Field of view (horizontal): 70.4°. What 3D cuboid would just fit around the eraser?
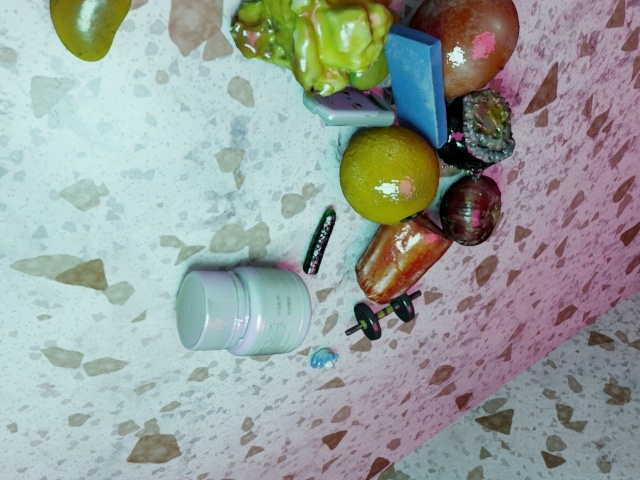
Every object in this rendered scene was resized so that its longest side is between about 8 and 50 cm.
[{"bbox_3d":[0.234,-0.364,1.097,0.042,0.144,0.311,-44,145,-11],"label":"eraser"}]

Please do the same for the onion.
[{"bbox_3d":[0.502,-0.101,1.521,0.246,0.190,0.246,-17,114,-42],"label":"onion"}]

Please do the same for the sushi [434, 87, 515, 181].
[{"bbox_3d":[0.410,-0.305,1.295,0.225,0.219,0.238,17,92,-21],"label":"sushi"}]

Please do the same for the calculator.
[{"bbox_3d":[0.072,-0.326,1.108,0.246,0.141,0.045,-7,136,-30],"label":"calculator"}]

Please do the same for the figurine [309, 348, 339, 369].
[{"bbox_3d":[0.009,0.437,1.642,0.114,0.079,0.114,-22,175,-2],"label":"figurine"}]

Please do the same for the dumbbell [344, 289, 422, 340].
[{"bbox_3d":[0.228,0.257,1.619,0.326,0.143,0.143,-25,131,-17],"label":"dumbbell"}]

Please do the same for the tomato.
[{"bbox_3d":[0.329,-0.486,1.087,0.265,0.265,0.264,-18,129,-23],"label":"tomato"}]

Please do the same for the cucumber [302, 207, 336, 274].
[{"bbox_3d":[0.000,0.000,1.345,0.052,0.058,0.214,18,110,-4],"label":"cucumber"}]

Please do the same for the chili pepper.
[{"bbox_3d":[0.251,0.033,1.454,0.305,0.229,0.251,-51,165,27],"label":"chili pepper"}]

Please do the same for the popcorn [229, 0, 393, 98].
[{"bbox_3d":[0.003,-0.471,0.886,0.290,0.325,0.321,-14,168,-32],"label":"popcorn"}]

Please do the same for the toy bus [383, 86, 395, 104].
[{"bbox_3d":[0.234,-0.400,1.224,0.131,0.052,0.037,-20,138,-18],"label":"toy bus"}]

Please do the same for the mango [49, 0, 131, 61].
[{"bbox_3d":[-0.397,-0.401,0.777,0.115,0.090,0.178,16,119,-48],"label":"mango"}]

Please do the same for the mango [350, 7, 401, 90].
[{"bbox_3d":[0.137,-0.452,1.099,0.191,0.085,0.122,-49,132,8],"label":"mango"}]

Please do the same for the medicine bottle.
[{"bbox_3d":[-0.203,0.187,1.210,0.302,0.241,0.241,7,116,-37],"label":"medicine bottle"}]

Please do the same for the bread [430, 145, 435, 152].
[{"bbox_3d":[0.288,-0.252,1.354,0.130,0.071,0.139,32,100,-39],"label":"bread"}]

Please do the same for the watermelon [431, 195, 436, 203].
[{"bbox_3d":[0.313,-0.174,1.450,0.182,0.075,0.092,12,158,-36],"label":"watermelon"}]

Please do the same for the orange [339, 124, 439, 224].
[{"bbox_3d":[0.181,-0.171,1.205,0.274,0.274,0.274,-18,129,-23],"label":"orange"}]
